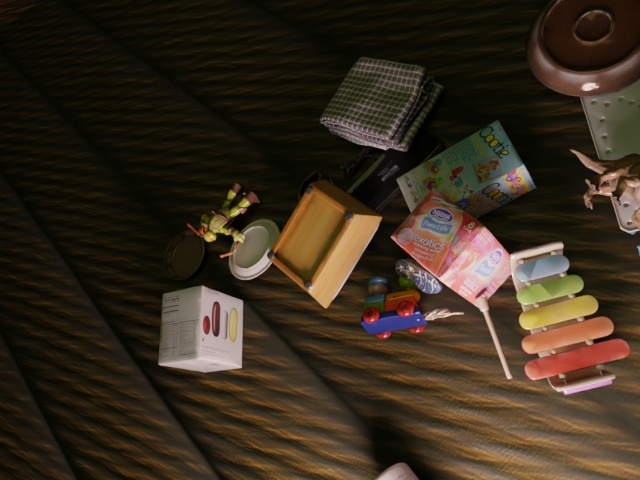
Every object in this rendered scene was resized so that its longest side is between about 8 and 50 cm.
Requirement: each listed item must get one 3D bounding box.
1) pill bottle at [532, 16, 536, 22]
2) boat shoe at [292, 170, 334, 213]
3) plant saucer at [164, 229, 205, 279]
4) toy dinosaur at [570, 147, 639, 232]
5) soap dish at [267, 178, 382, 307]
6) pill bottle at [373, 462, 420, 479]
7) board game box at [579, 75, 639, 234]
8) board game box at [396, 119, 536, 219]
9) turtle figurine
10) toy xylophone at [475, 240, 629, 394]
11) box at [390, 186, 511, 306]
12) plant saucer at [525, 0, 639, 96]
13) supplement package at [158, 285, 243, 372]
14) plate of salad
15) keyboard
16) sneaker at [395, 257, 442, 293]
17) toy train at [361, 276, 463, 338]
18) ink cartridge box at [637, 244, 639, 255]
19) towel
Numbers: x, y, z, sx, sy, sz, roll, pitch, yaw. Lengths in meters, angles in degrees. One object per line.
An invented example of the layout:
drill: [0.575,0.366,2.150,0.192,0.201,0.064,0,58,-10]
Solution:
pill bottle: [0.595,-0.534,1.469,0.116,0.065,0.065,20,84,35]
boat shoe: [-0.042,-0.118,1.694,0.065,0.083,0.183,39,95,35]
plant saucer: [-0.436,0.050,1.907,0.169,0.029,0.168,-12,67,29]
toy dinosaur: [0.663,-0.128,1.191,0.200,0.127,0.295,-40,40,1]
soap dish: [0.000,0.000,1.587,0.229,0.118,0.290,38,102,35]
pill bottle: [0.204,0.606,1.250,0.131,0.131,0.229,-49,55,7]
board game box: [0.799,-0.236,1.245,0.390,0.050,0.389,-17,64,26]
board game box: [0.352,-0.139,1.425,0.275,0.142,0.144,-29,60,20]
turtle figurine: [-0.305,-0.077,1.818,0.270,0.087,0.217,24,72,45]
toy xylophone: [0.475,0.173,1.243,0.236,0.081,0.322,-23,65,5]
box: [0.305,0.026,1.297,0.142,0.300,0.154,-50,55,7]
plant saucer: [0.636,-0.487,1.364,0.311,0.050,0.310,-7,74,26]
supplement package: [-0.335,0.257,1.668,0.149,0.194,0.203,-13,67,27]
plate of salad: [-0.193,0.029,1.756,0.200,0.048,0.199,-20,53,29]
keyboard: [0.173,-0.206,1.629,0.317,0.033,0.201,-44,58,9]
sneaker: [0.248,0.079,1.423,0.135,0.058,0.052,37,133,38]
toy train: [0.225,0.144,1.439,0.248,0.105,0.143,-14,49,22]
ink cartridge box: [0.748,0.073,1.090,0.171,0.168,0.232,-36,58,16]
towel: [0.160,-0.381,1.619,0.284,0.121,0.235,24,78,41]
